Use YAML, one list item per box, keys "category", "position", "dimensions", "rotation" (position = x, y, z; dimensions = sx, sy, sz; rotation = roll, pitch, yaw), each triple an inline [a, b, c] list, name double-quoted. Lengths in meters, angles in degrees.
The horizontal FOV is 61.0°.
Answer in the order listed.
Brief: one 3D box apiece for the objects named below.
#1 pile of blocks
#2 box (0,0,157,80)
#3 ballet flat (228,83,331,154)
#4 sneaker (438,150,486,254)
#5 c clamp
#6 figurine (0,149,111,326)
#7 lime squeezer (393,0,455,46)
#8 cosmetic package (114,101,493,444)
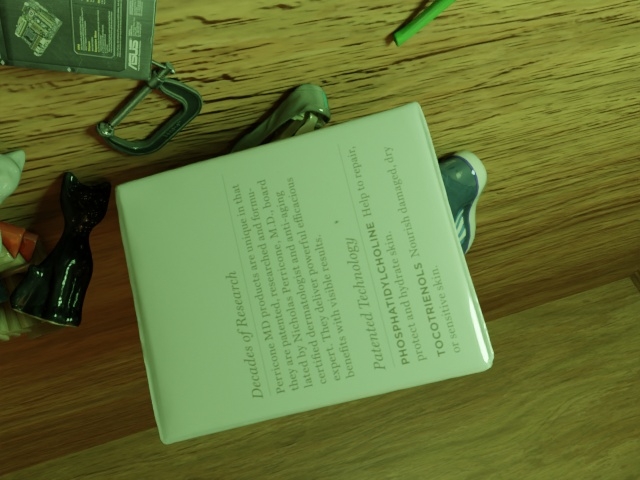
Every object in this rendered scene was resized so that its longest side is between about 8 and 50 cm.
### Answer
- category: "pile of blocks"
  position: [-0.447, 0.048, 0.790]
  dimensions: [0.113, 0.148, 0.362]
  rotation: [-21, 154, 1]
- category: "box"
  position: [-0.230, -0.247, 0.456]
  dimensions: [0.183, 0.056, 0.231]
  rotation: [1, 148, -20]
- category: "ballet flat"
  position: [-0.068, -0.140, 0.794]
  dimensions: [0.072, 0.068, 0.213]
  rotation: [10, 141, -46]
- category: "sneaker"
  position: [0.199, -0.017, 1.091]
  dimensions: [0.236, 0.130, 0.322]
  rotation: [-33, 150, -21]
- category: "c clamp"
  position: [-0.225, -0.166, 0.689]
  dimensions: [0.161, 0.022, 0.137]
  rotation: [-38, 154, 28]
- category: "figurine"
  position: [-0.386, -0.008, 0.706]
  dimensions: [0.092, 0.209, 0.215]
  rotation: [10, 171, 33]
- category: "lime squeezer"
  position: [0.236, -0.329, 0.662]
  dimensions: [0.311, 0.058, 0.110]
  rotation: [-24, 154, 6]
- category: "cosmetic package"
  position: [-0.016, 0.053, 0.786]
  dimensions: [0.394, 0.327, 0.329]
  rotation: [-15, 172, 5]
